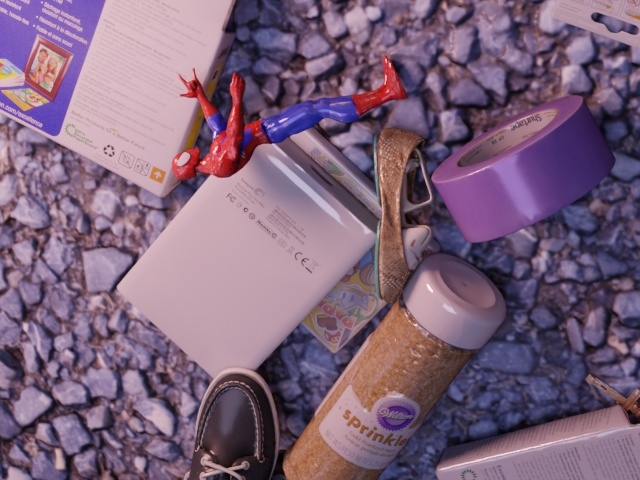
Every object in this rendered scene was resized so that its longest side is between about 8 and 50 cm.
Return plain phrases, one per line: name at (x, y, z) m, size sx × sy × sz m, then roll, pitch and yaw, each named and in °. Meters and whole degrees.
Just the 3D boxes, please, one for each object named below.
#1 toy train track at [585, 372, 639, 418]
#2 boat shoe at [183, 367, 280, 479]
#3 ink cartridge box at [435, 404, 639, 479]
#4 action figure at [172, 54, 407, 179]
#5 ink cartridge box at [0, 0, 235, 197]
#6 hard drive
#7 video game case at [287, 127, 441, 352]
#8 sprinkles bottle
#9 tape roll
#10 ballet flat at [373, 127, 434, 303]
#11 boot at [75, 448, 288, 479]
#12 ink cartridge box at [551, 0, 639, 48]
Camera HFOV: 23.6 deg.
toy train track at (0.356, 0.190, 1.853) m, size 0.083 × 0.014 × 0.048 m, roll 35°, pitch 119°, yaw 3°
boat shoe at (-0.117, 0.313, 1.938) m, size 0.114 × 0.091 × 0.302 m, roll 5°, pitch 105°, yaw 7°
ink cartridge box at (0.353, 0.367, 1.896) m, size 0.330 × 0.071 × 0.324 m, roll -17°, pitch 109°, yaw 22°
action figure at (-0.057, -0.165, 1.755) m, size 0.280 × 0.091 × 0.139 m, roll -27°, pitch 99°, yaw 3°
ink cartridge box at (-0.263, -0.251, 1.854) m, size 0.303 × 0.072 × 0.307 m, roll 28°, pitch 116°, yaw 7°
hard drive at (-0.090, 0.023, 1.893) m, size 0.203 × 0.040 × 0.307 m, roll 42°, pitch 119°, yaw -1°
video game case at (0.000, 0.000, 1.889) m, size 0.227 × 0.026 × 0.206 m, roll 43°, pitch 119°, yaw -2°
sprinkles bottle at (0.086, 0.180, 1.883) m, size 0.121 × 0.121 × 0.355 m, roll 35°, pitch 119°, yaw 2°
tape roll at (0.222, -0.079, 1.686) m, size 0.189 × 0.189 × 0.080 m, roll -24°, pitch 103°, yaw 26°
ballet flat at (0.098, -0.030, 1.786) m, size 0.067 × 0.073 × 0.206 m, roll -2°, pitch 89°, yaw 17°
boot at (-0.173, 0.332, 2.056) m, size 0.338 × 0.118 × 0.222 m, roll 19°, pitch 113°, yaw 0°
ink cartridge box at (0.342, -0.298, 1.648) m, size 0.145 × 0.045 × 0.179 m, roll 21°, pitch 135°, yaw 9°
